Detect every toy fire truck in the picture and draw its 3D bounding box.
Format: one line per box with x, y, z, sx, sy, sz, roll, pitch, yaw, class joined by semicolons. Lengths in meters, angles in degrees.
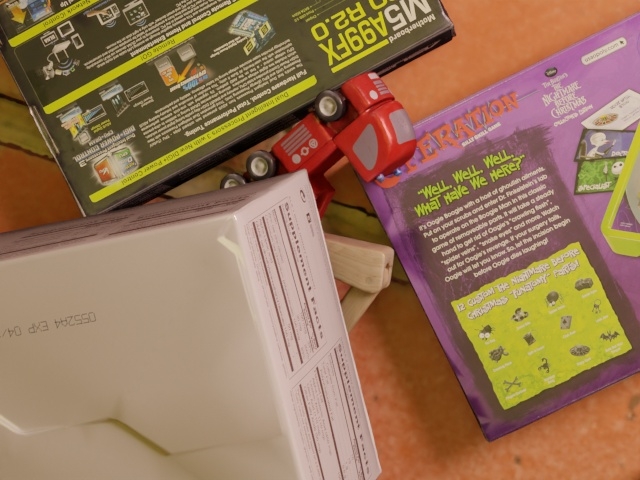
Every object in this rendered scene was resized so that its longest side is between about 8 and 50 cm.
0.000;0.000;1.015;0.192;0.047;0.135;-39;83;26;toy fire truck

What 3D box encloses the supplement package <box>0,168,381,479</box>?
-0.123;0.090;0.967;0.262;0.145;0.204;-11;100;19;supplement package

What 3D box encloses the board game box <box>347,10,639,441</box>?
0.217;-0.038;1.027;0.347;0.056;0.208;-26;91;5;board game box

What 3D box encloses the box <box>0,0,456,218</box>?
-0.079;-0.166;1.049;0.270;0.060;0.216;-28;88;5;box
